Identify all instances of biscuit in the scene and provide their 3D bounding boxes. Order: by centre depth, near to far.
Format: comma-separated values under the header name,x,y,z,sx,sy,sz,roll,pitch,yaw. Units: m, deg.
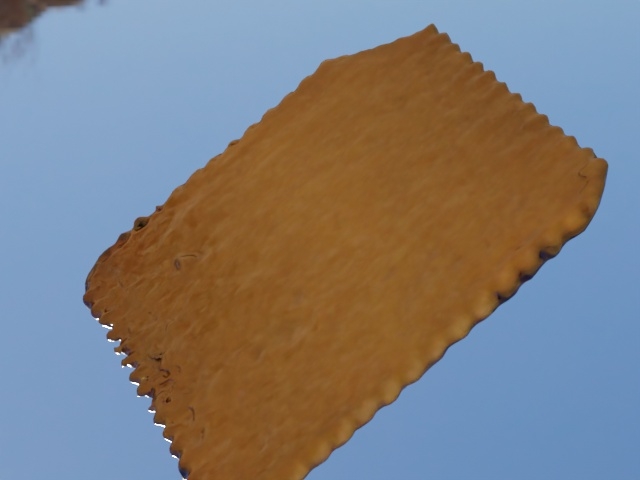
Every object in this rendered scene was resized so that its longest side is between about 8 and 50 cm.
name,x,y,z,sx,sy,sz,roll,pitch,yaw
biscuit,0.000,0.000,0.744,0.237,0.013,0.232,-41,-142,1
